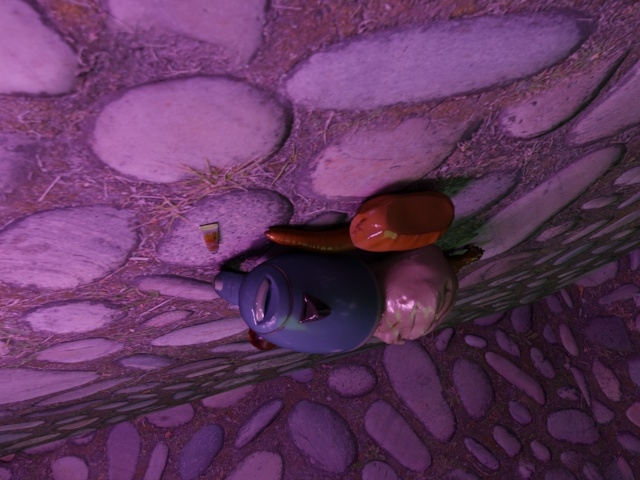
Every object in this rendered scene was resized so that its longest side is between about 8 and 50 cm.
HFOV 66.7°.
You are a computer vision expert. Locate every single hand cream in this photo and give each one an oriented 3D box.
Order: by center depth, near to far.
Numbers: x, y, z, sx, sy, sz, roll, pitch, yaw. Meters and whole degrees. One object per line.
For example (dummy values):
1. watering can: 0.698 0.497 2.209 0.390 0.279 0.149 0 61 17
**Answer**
1. hand cream: -0.211 -0.002 0.940 0.035 0.022 0.102 -8 153 -11

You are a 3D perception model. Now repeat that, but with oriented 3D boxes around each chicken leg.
1. chicken leg: 0.423 0.075 1.586 0.228 0.088 0.103 -22 150 -8

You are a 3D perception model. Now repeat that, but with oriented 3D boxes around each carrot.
1. carrot: 0.000 0.000 1.064 0.271 0.062 0.066 -5 160 -29

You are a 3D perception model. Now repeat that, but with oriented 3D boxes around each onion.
1. onion: -0.184 0.318 1.630 0.117 0.118 0.118 9 153 -8

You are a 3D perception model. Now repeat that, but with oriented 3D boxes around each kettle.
1. kettle: -0.074 0.130 1.113 0.320 0.247 0.342 9 178 35

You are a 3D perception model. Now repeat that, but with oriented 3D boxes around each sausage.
1. sausage: 0.177 -0.040 1.028 0.241 0.120 0.136 -9 172 -24

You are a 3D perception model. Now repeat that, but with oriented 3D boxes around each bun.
1. bun: 0.213 0.148 1.335 0.326 0.234 0.362 -27 180 -42
